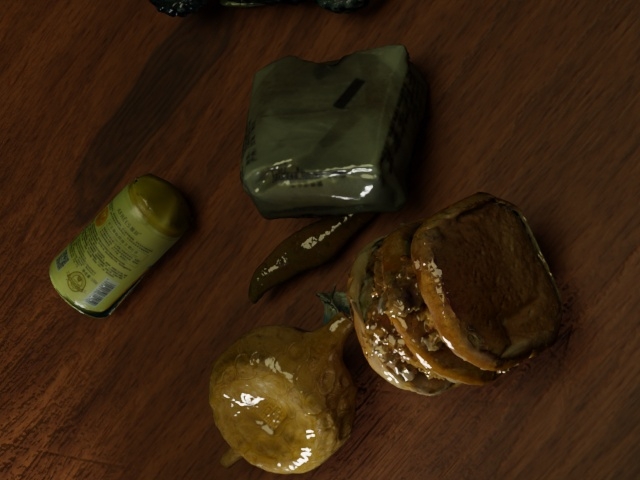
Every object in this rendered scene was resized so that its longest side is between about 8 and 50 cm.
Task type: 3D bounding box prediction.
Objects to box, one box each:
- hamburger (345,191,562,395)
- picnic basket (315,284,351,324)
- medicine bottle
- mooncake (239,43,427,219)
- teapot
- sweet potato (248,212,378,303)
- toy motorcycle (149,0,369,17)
[{"bbox_3d":[0.170,0.063,1.624,0.211,0.245,0.261,-37,37,45],"label":"hamburger"},{"bbox_3d":[0.030,0.089,1.816,0.083,0.065,0.083,44,122,36],"label":"picnic basket"},{"bbox_3d":[-0.304,0.002,2.019,0.239,0.124,0.124,-43,61,18],"label":"medicine bottle"},{"bbox_3d":[0.015,-0.140,1.809,0.250,0.136,0.254,-6,54,28],"label":"mooncake"},{"bbox_3d":[-0.043,0.209,1.795,0.203,0.167,0.311,41,127,7],"label":"teapot"},{"bbox_3d":[0.000,0.000,1.854,0.274,0.067,0.067,-37,63,14],"label":"sweet potato"},{"bbox_3d":[-0.084,-0.448,1.933,0.410,0.168,0.237,6,90,29],"label":"toy motorcycle"}]
